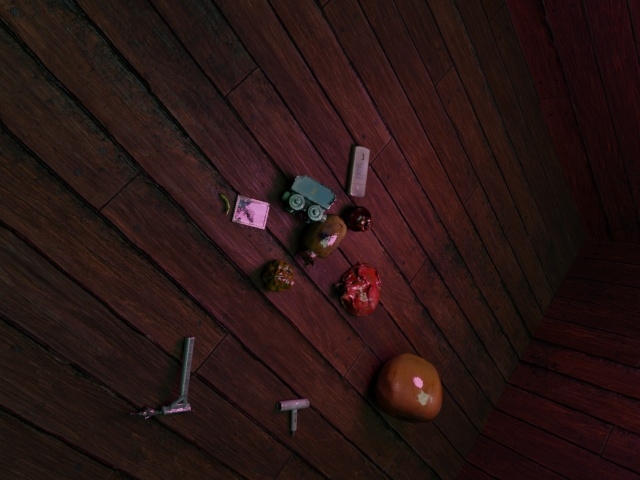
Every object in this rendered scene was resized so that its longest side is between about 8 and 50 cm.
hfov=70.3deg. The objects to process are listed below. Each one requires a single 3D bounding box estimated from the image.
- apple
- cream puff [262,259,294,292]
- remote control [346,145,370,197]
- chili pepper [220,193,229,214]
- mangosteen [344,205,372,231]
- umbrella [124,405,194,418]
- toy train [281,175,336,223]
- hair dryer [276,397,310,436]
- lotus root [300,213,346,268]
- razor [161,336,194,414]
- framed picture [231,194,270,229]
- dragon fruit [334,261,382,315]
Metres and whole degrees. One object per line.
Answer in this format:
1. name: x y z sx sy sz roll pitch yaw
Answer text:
1. apple: 0.441 0.736 2.278 0.338 0.338 0.305 37 54 -35
2. cream puff: -0.160 0.148 1.849 0.146 0.116 0.146 -4 96 -35
3. remote control: 0.173 -0.313 2.083 0.098 0.038 0.233 6 92 -38
4. chili pepper: -0.359 -0.139 1.714 0.030 0.017 0.083 -28 110 -31
5. mangosteen: 0.179 -0.090 2.058 0.140 0.140 0.140 -6 101 -37
6. umbrella: -0.583 0.621 1.651 0.269 0.044 0.044 19 59 -47
7. toy train: -0.049 -0.166 1.859 0.203 0.112 0.163 29 77 -12
8. hair dryer: -0.132 0.794 2.013 0.155 0.044 0.183 10 94 -36
9. lotus root: 0.000 -0.001 1.926 0.278 0.154 0.154 -50 122 -21
10. razor: -0.499 0.493 1.667 0.111 0.056 0.277 13 87 -48
11. framed picture: -0.273 -0.111 1.788 0.149 0.011 0.109 13 89 -38
12. dragon fruit: 0.169 0.236 2.103 0.212 0.134 0.262 5 94 -35
